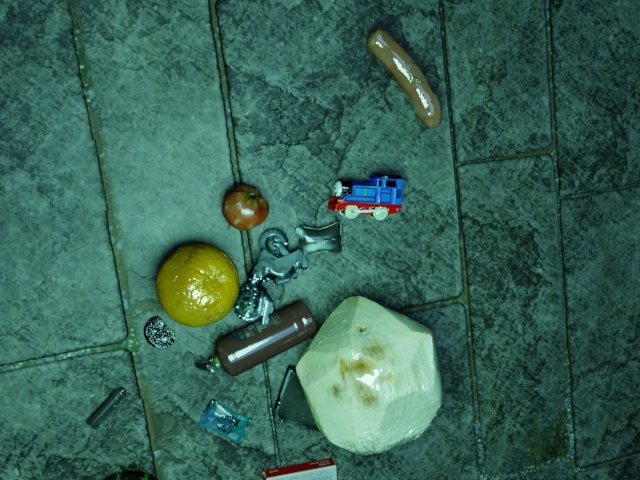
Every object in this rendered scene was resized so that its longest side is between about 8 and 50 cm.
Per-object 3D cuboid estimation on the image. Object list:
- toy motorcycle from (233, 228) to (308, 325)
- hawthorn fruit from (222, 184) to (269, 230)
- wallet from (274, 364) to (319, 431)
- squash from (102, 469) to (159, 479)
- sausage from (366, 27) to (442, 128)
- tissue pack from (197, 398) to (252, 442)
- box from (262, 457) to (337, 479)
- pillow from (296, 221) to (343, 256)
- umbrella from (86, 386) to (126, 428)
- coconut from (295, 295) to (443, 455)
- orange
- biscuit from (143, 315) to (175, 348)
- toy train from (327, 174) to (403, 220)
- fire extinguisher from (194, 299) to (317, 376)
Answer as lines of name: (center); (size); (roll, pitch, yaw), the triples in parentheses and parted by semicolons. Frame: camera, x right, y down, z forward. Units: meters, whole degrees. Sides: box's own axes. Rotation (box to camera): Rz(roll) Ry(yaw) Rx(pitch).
toy motorcycle: (-0.128, 0.107, 1.741); (0.159, 0.106, 0.271); (21, 73, -5)
hawthorn fruit: (-0.207, -0.081, 1.702); (0.125, 0.125, 0.140); (39, 85, -16)
wallet: (0.027, 0.486, 1.883); (0.317, 0.045, 0.173); (17, 90, -16)
squash: (-0.522, 0.749, 1.710); (0.252, 0.165, 0.252); (-2, 98, -12)
sausage: (0.248, -0.459, 1.792); (0.087, 0.079, 0.327); (-46, 108, -16)
tissue pack: (-0.272, 0.519, 1.818); (0.138, 0.028, 0.085); (30, 90, -14)
box: (-0.053, 0.732, 1.893); (0.229, 0.050, 0.123); (-6, 101, -15)
pillow: (-0.001, -0.001, 1.804); (0.135, 0.055, 0.091); (-7, 131, -11)
umbrella: (-0.579, 0.455, 1.725); (0.133, 0.031, 0.036); (-47, 133, -5)
coconut: (0.131, 0.350, 1.716); (0.415, 0.344, 0.416); (4, 82, -31)
orange: (-0.321, 0.118, 1.659); (0.219, 0.193, 0.219); (18, 51, -23)
biscuit: (-0.438, 0.251, 1.734); (0.087, 0.027, 0.089); (9, 95, -15)
toy train: (0.129, -0.126, 1.805); (0.203, 0.082, 0.131); (1, 98, -17)
fire extinguisher: (-0.183, 0.285, 1.761); (0.337, 0.135, 0.114); (-25, 99, -16)
